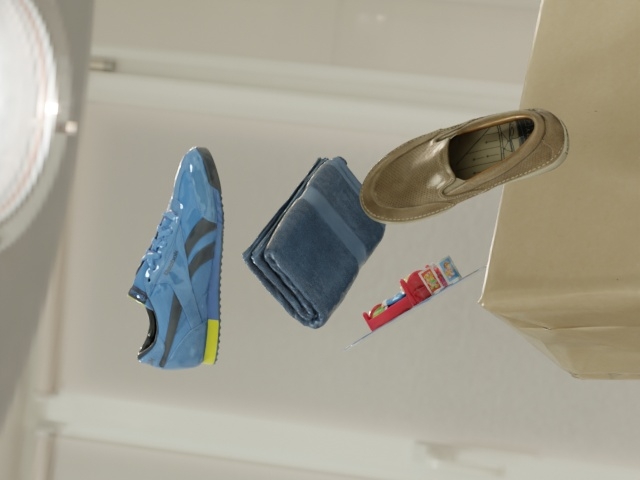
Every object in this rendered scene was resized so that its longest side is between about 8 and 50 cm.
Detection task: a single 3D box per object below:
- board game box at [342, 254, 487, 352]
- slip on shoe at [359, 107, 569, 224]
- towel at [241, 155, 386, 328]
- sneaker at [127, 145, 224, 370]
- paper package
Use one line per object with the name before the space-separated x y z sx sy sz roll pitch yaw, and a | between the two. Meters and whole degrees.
board game box | 0.087 0.055 1.359 0.033 0.168 0.133 60 -176 6
slip on shoe | 0.079 -0.045 0.810 0.041 0.135 0.051 15 -116 -60
towel | 0.000 0.000 0.852 0.067 0.029 0.119 51 -142 -13
sneaker | -0.134 0.018 1.258 0.069 0.082 0.209 -151 63 -73
paper package | 0.308 -0.063 1.031 0.168 0.309 0.325 40 -123 -46
